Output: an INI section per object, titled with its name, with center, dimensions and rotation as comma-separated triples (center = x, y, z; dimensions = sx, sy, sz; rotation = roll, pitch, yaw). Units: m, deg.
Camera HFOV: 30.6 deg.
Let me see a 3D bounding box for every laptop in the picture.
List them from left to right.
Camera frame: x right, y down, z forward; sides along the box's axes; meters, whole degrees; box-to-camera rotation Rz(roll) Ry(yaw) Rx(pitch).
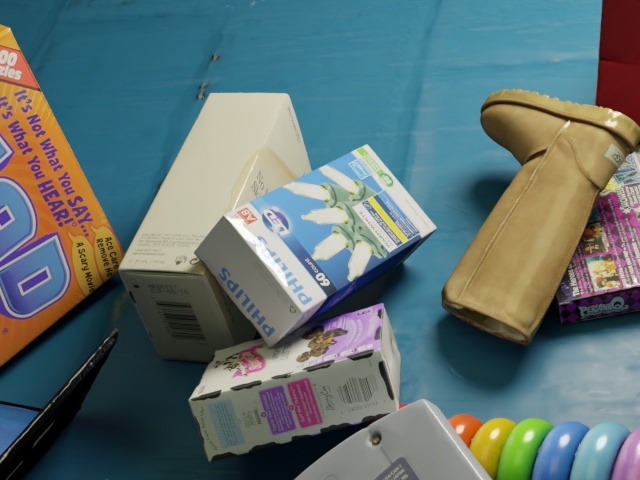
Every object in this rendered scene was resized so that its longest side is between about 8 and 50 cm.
[laptop]
center = -0.360, 0.200, 1.217
dimensions = 0.136, 0.264, 0.234
rotation = 35, 41, 1

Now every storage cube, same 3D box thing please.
[storage cube]
center = 0.449, -0.226, 1.376
dimensions = 0.193, 0.184, 0.215
rotation = 13, 32, 29

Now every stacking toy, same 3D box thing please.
[stacking toy]
center = 0.185, 0.220, 1.075
dimensions = 0.330, 0.141, 0.141
rotation = 4, 46, 31

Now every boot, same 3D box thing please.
[boot]
center = 0.209, -0.036, 1.315
dimensions = 0.236, 0.089, 0.269
rotation = 17, 72, 56

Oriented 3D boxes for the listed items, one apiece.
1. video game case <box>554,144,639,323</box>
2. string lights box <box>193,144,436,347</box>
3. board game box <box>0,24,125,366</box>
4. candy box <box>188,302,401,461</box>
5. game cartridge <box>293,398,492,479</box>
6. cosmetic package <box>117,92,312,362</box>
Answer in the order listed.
[video game case]
center = 0.353, -0.017, 1.321
dimensions = 0.210, 0.042, 0.232
rotation = -11, 42, 7
[string lights box]
center = 0.000, 0.000, 1.283
dimensions = 0.133, 0.077, 0.259
rotation = 50, 42, 9
[board game box]
center = -0.523, -0.051, 1.396
dimensions = 0.356, 0.356, 0.356
rotation = -41, 43, -24
[candy box]
center = -0.021, 0.142, 1.192
dimensions = 0.196, 0.070, 0.165
rotation = -16, 11, 7
[game cartridge]
center = 0.027, 0.287, 1.029
dimensions = 0.294, 0.060, 0.196
rotation = -42, 49, 6
[cosmetic package]
center = -0.113, -0.020, 1.391
dimensions = 0.113, 0.160, 0.309
rotation = 3, 47, 21
